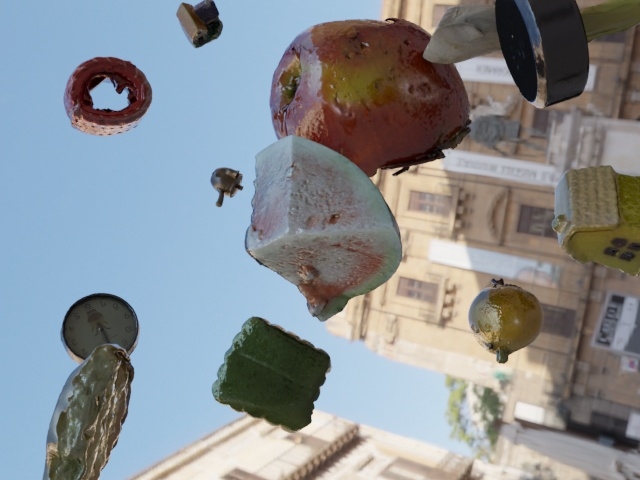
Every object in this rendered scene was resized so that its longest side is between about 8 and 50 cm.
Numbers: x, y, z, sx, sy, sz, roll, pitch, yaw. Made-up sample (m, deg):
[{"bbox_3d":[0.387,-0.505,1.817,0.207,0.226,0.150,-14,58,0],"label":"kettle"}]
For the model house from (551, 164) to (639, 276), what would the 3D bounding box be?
[{"bbox_3d":[0.625,-0.058,1.677,0.175,0.234,0.193,118,166,-51],"label":"model house"}]

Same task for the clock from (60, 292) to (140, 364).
[{"bbox_3d":[-0.522,0.211,1.814,0.184,0.184,0.040,-64,0,-28],"label":"clock"}]

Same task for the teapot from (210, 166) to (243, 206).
[{"bbox_3d":[-0.232,-0.132,1.839,0.110,0.080,0.085,-60,-9,-37],"label":"teapot"}]

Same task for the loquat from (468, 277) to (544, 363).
[{"bbox_3d":[0.418,0.185,1.734,0.149,0.172,0.204,44,-129,-38],"label":"loquat"}]

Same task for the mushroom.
[{"bbox_3d":[0.322,-0.402,1.474,0.096,0.247,0.108,84,-176,-80],"label":"mushroom"}]

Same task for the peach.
[{"bbox_3d":[0.116,-0.296,1.622,0.416,0.339,0.353,14,-67,-23],"label":"peach"}]

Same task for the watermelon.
[{"bbox_3d":[0.000,0.000,1.167,0.213,0.289,0.320,-22,-72,-35],"label":"watermelon"}]

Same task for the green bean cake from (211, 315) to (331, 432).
[{"bbox_3d":[-0.106,0.316,1.776,0.222,0.248,0.125,-64,-7,-10],"label":"green bean cake"}]

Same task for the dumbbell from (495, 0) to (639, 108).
[{"bbox_3d":[0.445,-0.340,1.137,0.204,0.322,0.204,-18,-90,-87],"label":"dumbbell"}]

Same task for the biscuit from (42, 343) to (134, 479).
[{"bbox_3d":[-0.434,0.362,1.401,0.329,0.078,0.335,101,-173,-46],"label":"biscuit"}]

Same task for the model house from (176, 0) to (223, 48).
[{"bbox_3d":[-0.300,-0.556,1.927,0.100,0.088,0.100,-31,-6,-8],"label":"model house"}]

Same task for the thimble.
[{"bbox_3d":[-0.480,-0.325,1.724,0.189,0.125,0.163,-12,-90,-23],"label":"thimble"}]
